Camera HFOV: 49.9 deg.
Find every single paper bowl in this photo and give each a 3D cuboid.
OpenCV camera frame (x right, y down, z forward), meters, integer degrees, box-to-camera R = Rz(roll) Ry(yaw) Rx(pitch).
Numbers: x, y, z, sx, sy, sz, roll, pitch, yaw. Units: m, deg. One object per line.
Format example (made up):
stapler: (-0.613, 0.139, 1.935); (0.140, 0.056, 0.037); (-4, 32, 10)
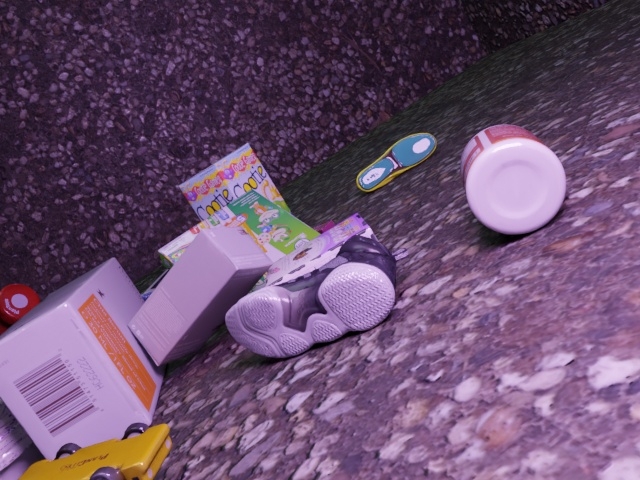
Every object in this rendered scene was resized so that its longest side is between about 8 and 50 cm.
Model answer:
paper bowl: (-0.559, 0.353, 1.132); (0.284, 0.148, 0.284); (-31, 11, 7)

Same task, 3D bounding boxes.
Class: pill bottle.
pill bottle: (0.253, -0.092, 0.932); (0.121, 0.121, 0.216); (-29, 10, 16)

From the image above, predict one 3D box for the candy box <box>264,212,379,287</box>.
candy box: (0.006, 0.041, 1.172); (0.196, 0.070, 0.165); (-31, 10, 3)

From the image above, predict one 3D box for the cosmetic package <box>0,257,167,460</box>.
cosmetic package: (-0.399, 0.192, 1.205); (0.162, 0.230, 0.453); (-32, 11, -4)

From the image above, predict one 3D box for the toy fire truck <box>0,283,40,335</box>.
toy fire truck: (-0.709, 0.271, 1.642); (0.169, 0.302, 0.253); (-39, 32, 37)

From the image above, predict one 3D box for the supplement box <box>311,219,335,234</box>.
supplement box: (0.000, 0.000, 1.426); (0.083, 0.055, 0.043); (-23, 15, 44)

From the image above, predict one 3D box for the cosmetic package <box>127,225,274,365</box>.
cosmetic package: (-0.205, 0.091, 1.178); (0.238, 0.107, 0.127); (-47, -16, 22)

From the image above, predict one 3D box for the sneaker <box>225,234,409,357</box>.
sneaker: (0.001, 0.075, 0.960); (0.269, 0.101, 0.153); (-18, 15, 32)

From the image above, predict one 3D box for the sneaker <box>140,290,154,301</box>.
sneaker: (-0.464, 0.208, 1.647); (0.296, 0.111, 0.131); (-33, 10, -10)

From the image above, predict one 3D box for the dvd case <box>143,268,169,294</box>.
dvd case: (-0.351, 0.107, 1.837); (0.179, 0.029, 0.238); (-7, 13, 4)

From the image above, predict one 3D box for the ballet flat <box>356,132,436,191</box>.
ballet flat: (0.193, -0.201, 1.778); (0.231, 0.077, 0.077); (-33, -6, 4)

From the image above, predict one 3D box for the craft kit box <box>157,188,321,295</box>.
craft kit box: (-0.151, 0.026, 1.365); (0.250, 0.061, 0.247); (-37, 53, -25)

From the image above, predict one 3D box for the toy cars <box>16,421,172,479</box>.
toy cars: (-0.325, 0.318, 0.704); (0.394, 0.087, 0.176); (-28, 13, -27)

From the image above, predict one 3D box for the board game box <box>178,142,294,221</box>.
board game box: (-0.181, -0.066, 1.647); (0.142, 0.275, 0.144); (-23, 14, 40)
